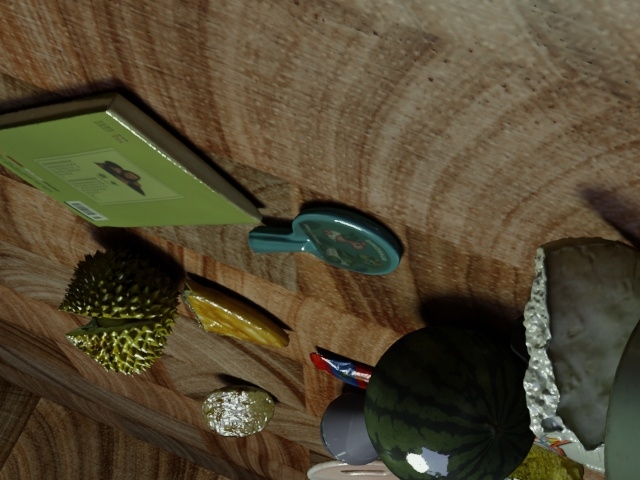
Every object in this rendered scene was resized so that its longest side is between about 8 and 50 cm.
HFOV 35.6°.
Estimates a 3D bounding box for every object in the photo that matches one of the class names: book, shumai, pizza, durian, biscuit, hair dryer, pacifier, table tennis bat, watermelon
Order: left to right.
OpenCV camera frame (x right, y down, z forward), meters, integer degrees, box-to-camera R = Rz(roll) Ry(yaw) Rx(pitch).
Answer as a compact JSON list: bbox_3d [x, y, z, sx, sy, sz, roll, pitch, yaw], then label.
[{"bbox_3d":[-0.258,-0.084,1.211,0.352,0.035,0.239,-1,148,47],"label":"book"},{"bbox_3d":[-0.280,0.083,1.497,0.193,0.138,0.237,42,-164,-20],"label":"durian"},{"bbox_3d":[-0.138,0.125,1.554,0.185,0.036,0.176,26,159,-5],"label":"pizza"},{"bbox_3d":[-0.169,0.329,1.991,0.105,0.139,0.123,-132,23,-62],"label":"shumai"},{"bbox_3d":[0.000,0.000,1.135,0.201,0.033,0.124,1,147,36],"label":"table tennis bat"},{"bbox_3d":[0.106,0.489,1.897,0.220,0.273,0.332,32,163,28],"label":"pacifier"},{"bbox_3d":[0.187,0.335,1.627,0.361,0.121,0.301,17,162,-11],"label":"hair dryer"},{"bbox_3d":[0.155,0.202,1.195,0.212,0.212,0.212,21,158,9],"label":"watermelon"},{"bbox_3d":[0.312,0.312,1.440,0.181,0.092,0.075,28,173,-31],"label":"watermelon"},{"bbox_3d":[0.260,0.107,0.892,0.265,0.188,0.040,47,171,-23],"label":"biscuit"}]

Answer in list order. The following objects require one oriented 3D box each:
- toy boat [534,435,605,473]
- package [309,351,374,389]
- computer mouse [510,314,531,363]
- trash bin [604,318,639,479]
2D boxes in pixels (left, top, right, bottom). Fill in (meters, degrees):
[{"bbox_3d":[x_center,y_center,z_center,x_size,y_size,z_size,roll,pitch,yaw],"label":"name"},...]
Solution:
[{"bbox_3d":[0.379,0.270,1.268,0.295,0.088,0.129,10,154,32],"label":"toy boat"},{"bbox_3d":[0.080,0.218,1.555,0.200,0.022,0.083,16,157,17],"label":"package"},{"bbox_3d":[0.269,0.117,1.022,0.106,0.062,0.192,16,-165,-27],"label":"computer mouse"},{"bbox_3d":[0.460,0.173,0.728,0.432,0.280,0.280,6,152,46],"label":"trash bin"}]
